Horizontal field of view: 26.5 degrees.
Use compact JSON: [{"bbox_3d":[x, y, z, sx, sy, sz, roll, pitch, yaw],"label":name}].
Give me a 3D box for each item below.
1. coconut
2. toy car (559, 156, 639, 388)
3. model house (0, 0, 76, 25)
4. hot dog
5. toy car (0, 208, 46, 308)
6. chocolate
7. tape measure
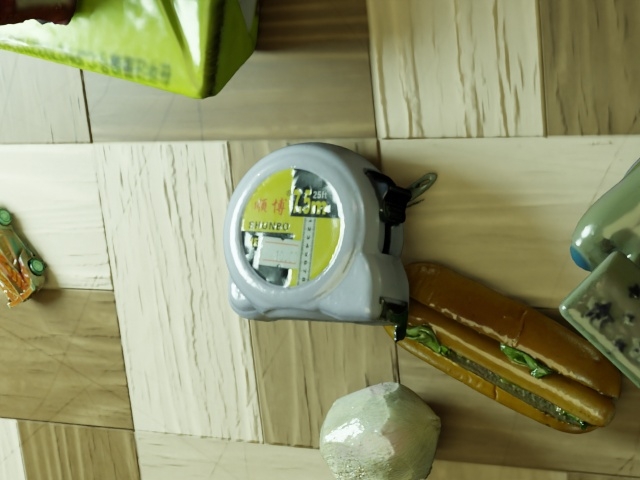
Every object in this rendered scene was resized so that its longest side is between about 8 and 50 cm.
[{"bbox_3d":[0.067,0.196,1.338,0.124,0.110,0.110,-20,96,36],"label":"coconut"},{"bbox_3d":[0.366,-0.029,1.051,0.242,0.226,0.336,44,121,8],"label":"toy car"},{"bbox_3d":[-0.330,-0.279,1.144,0.160,0.254,0.196,27,115,23],"label":"model house"},{"bbox_3d":[0.166,0.103,1.281,0.249,0.068,0.100,26,116,17],"label":"hot dog"},{"bbox_3d":[-0.357,0.013,1.525,0.059,0.035,0.122,-33,92,34],"label":"toy car"},{"bbox_3d":[-0.190,-0.311,1.286,0.301,0.137,0.288,17,112,22],"label":"chocolate"},{"bbox_3d":[0.003,-0.003,1.298,0.196,0.105,0.178,7,87,33],"label":"tape measure"}]
